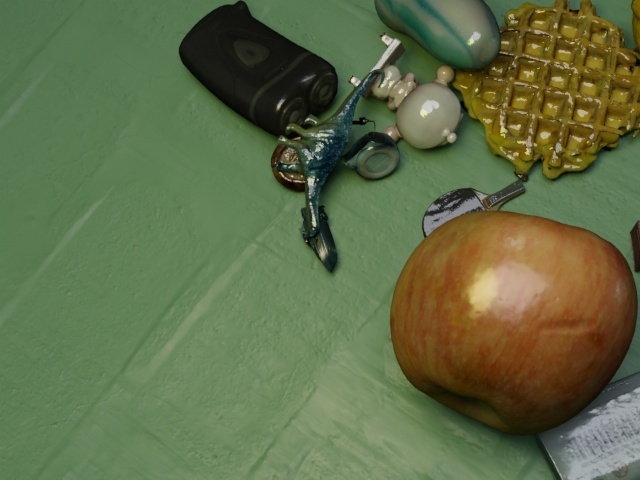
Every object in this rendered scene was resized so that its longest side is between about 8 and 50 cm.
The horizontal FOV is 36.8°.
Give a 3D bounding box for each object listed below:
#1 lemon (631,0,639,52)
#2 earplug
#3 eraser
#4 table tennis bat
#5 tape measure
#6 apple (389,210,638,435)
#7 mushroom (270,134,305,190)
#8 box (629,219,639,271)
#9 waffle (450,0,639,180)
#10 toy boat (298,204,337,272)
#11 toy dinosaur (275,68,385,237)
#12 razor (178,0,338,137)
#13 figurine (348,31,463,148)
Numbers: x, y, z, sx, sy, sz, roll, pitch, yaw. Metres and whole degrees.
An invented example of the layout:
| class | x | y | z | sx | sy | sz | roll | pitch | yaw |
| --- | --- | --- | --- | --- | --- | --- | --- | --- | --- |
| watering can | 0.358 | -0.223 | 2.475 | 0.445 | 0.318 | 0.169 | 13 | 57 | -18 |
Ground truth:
| class | x | y | z | sx | sy | sz | roll | pitch | yaw |
| --- | --- | --- | --- | --- | --- | --- | --- | --- | --- |
| lemon | 0.730 | -0.420 | 1.850 | 0.288 | 0.233 | 0.233 | 13 | 68 | -13 |
| earplug | 0.248 | -0.435 | 1.888 | 0.185 | 0.185 | 0.324 | -27 | 39 | -3 |
| eraser | 0.496 | 0.338 | 1.650 | 0.227 | 0.081 | 0.174 | -23 | 62 | -1 |
| table tennis bat | 0.302 | -0.055 | 1.878 | 0.220 | 0.019 | 0.130 | -30 | 67 | -3 |
| tape measure | 0.082 | -0.202 | 1.947 | 0.104 | 0.107 | 0.180 | -52 | 42 | 12 |
| apple | 0.314 | 0.133 | 1.605 | 0.392 | 0.391 | 0.346 | 20 | 78 | 16 |
| mushroom | -0.042 | -0.159 | 1.955 | 0.123 | 0.052 | 0.123 | -2 | 73 | 7 |
| box | 0.616 | 0.011 | 1.784 | 0.063 | 0.060 | 0.084 | 1 | 67 | 0 |
| waffle | 0.471 | -0.320 | 1.932 | 0.380 | 0.095 | 0.382 | -33 | 69 | -8 |
| toy boat | 0.000 | 0.000 | 1.879 | 0.060 | 0.055 | 0.141 | -29 | 64 | 20 |
| toy dinosaur | 0.001 | -0.188 | 1.883 | 0.147 | 0.076 | 0.362 | 23 | 84 | 19 |
| razor | -0.131 | -0.360 | 2.015 | 0.204 | 0.113 | 0.349 | -42 | 60 | -15 |
| figurine | 0.191 | -0.284 | 1.927 | 0.257 | 0.144 | 0.182 | 40 | 75 | 18 |
